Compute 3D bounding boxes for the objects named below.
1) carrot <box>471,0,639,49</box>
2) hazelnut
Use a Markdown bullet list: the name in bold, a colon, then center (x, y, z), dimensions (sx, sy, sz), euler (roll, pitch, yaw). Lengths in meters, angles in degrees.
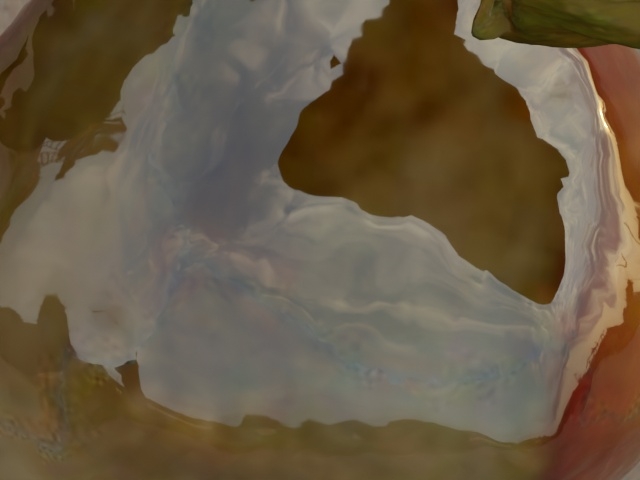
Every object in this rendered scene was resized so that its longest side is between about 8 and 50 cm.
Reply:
- **carrot**: center (0.138, -0.163, 0.460), dimensions (0.341, 0.241, 0.241), euler (10, 61, 37)
- **hazelnut**: center (-0.002, 0.000, 0.816), dimensions (0.366, 0.366, 0.365), euler (2, 67, -6)
